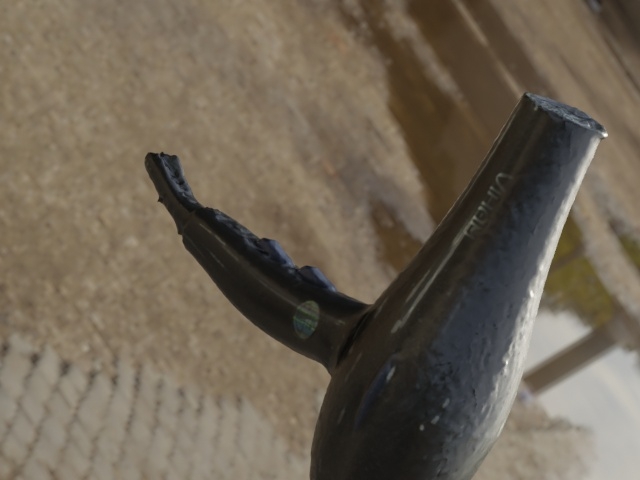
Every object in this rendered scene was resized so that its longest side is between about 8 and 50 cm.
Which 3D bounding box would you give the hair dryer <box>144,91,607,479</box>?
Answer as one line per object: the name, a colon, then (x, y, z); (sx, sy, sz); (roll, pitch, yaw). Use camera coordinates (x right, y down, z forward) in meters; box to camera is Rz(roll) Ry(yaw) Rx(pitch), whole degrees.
hair dryer: (0.000, 0.000, 0.673); (0.219, 0.195, 0.075); (34, 17, 33)
